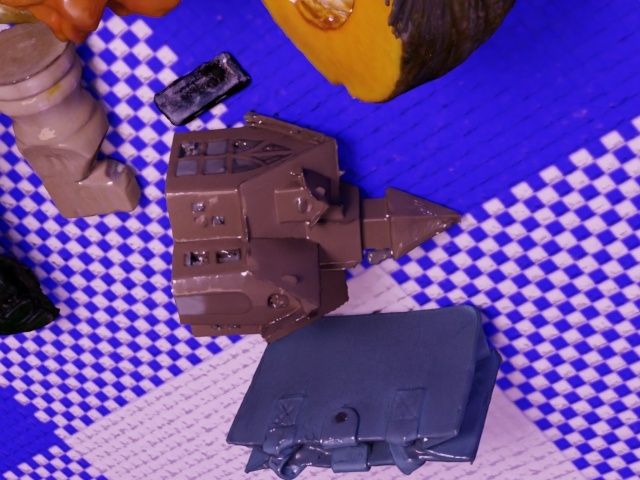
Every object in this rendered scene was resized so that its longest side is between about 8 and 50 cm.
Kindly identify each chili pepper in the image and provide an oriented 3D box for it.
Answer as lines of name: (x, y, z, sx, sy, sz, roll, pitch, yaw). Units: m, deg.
chili pepper: (-0.361, 0.002, 1.264, 0.148, 0.116, 0.265, -13, 122, 31)

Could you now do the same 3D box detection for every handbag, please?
handbag: (0.040, 0.143, 1.201, 0.229, 0.179, 0.062, -7, 125, 26)

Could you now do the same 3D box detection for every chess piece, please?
chess piece: (-0.232, -0.096, 1.175, 0.090, 0.090, 0.200, 0, 138, 19)

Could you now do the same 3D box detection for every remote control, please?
remote control: (-0.105, -0.130, 1.138, 0.096, 0.014, 0.039, -26, 115, 32)

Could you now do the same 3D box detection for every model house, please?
model house: (0.000, 0.000, 1.130, 0.248, 0.176, 0.181, -5, 127, 2)

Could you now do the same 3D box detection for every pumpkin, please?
pumpkin: (0.076, -0.261, 0.810, 0.242, 0.232, 0.325, 44, 158, 34)

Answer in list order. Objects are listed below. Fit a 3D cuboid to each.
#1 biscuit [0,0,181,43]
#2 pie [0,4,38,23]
biscuit: (-0.181, -0.310, 0.855, 0.318, 0.110, 0.312, 27, 96, -25)
pie: (-0.284, -0.308, 0.998, 0.354, 0.103, 0.288, 9, 123, 13)
